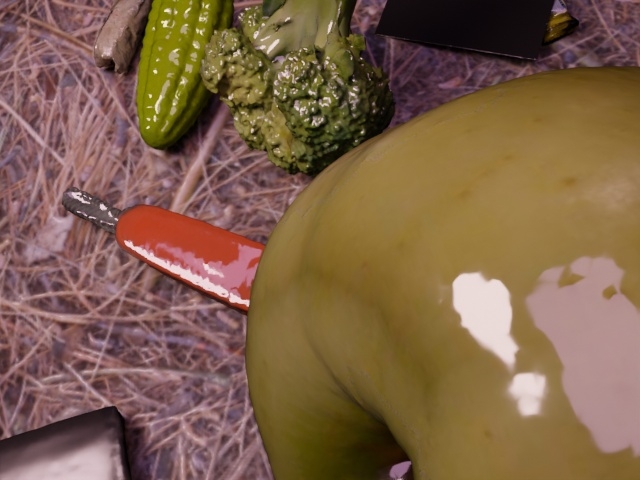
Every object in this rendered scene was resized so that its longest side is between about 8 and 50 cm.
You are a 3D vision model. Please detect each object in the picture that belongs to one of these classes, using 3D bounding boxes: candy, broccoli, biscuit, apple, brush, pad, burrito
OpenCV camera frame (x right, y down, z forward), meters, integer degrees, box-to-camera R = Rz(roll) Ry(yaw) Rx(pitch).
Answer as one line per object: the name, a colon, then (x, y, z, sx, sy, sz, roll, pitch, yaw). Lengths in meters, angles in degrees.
candy: (-0.155, -0.195, 0.957, 0.096, 0.097, 0.210, 8, 69, 10)
broccoli: (-0.024, -0.182, 0.820, 0.186, 0.302, 0.254, -5, 65, -1)
biscuit: (0.221, -0.350, 1.028, 0.048, 0.026, 0.292, -21, 62, 0)
apple: (0.186, 0.101, 0.582, 0.473, 0.474, 0.474, -3, 63, 5)
brush: (-0.122, 0.015, 0.872, 0.323, 0.051, 0.070, 24, 75, 14)
pad: (0.168, -0.273, 0.991, 0.190, 0.004, 0.127, 14, 71, 19)
burrito: (-0.227, -0.262, 1.024, 0.055, 0.041, 0.149, 4, 63, 23)

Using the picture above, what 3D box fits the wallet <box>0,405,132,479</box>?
wallet: (-0.338, 0.285, 0.756, 0.377, 0.051, 0.197, -17, 61, 0)
